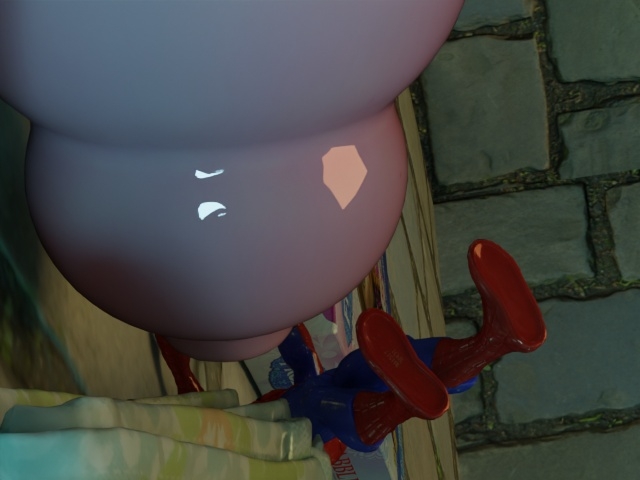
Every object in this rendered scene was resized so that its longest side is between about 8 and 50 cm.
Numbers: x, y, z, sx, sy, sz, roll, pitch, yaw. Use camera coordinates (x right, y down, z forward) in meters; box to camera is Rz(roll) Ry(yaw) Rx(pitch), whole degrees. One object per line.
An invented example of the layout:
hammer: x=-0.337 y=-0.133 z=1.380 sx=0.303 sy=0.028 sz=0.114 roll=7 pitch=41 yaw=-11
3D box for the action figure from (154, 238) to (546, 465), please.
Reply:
action figure: x=-0.016 y=0.045 z=0.724 sx=0.139 sy=0.091 sz=0.280 roll=57 pitch=-28 yaw=8

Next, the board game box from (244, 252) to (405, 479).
board game box: x=0.000 y=0.000 z=1.123 sx=0.318 sy=0.066 sz=0.319 roll=69 pitch=15 yaw=-59

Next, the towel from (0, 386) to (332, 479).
towel: x=-0.044 y=0.228 z=0.486 sx=0.320 sy=0.090 sz=0.375 roll=33 pitch=49 yaw=-77

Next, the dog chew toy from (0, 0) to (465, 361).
dog chew toy: x=-0.040 y=-0.118 z=0.499 sx=0.206 sy=0.206 sz=0.332 roll=-80 pitch=169 yaw=-67
